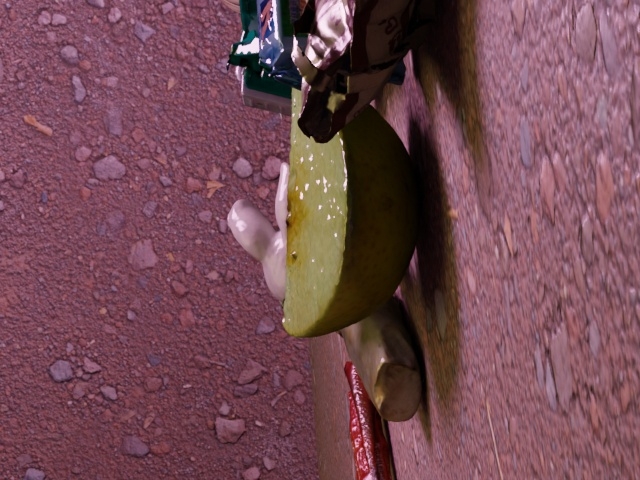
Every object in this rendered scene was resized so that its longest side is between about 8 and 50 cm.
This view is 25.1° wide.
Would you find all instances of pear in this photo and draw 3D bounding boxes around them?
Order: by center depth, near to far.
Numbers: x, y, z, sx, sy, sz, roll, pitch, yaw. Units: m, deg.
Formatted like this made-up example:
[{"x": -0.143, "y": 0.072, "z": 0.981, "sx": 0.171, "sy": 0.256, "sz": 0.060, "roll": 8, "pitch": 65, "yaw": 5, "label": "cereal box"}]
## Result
[{"x": 0.043, "y": -0.036, "z": 1.500, "sx": 0.239, "sy": 0.139, "sz": 0.288, "roll": -171, "pitch": 83, "yaw": -83, "label": "pear"}]

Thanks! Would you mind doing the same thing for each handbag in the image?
[{"x": 0.041, "y": -0.221, "z": 1.297, "sx": 0.235, "sy": 0.127, "sz": 0.213, "roll": -58, "pitch": -16, "yaw": -61, "label": "handbag"}]

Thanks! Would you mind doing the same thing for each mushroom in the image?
[{"x": 0.070, "y": 0.121, "z": 1.767, "sx": 0.312, "sy": 0.081, "sz": 0.100, "roll": -118, "pitch": 19, "yaw": -69, "label": "mushroom"}]

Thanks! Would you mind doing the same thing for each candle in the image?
[{"x": 0.073, "y": 0.298, "z": 2.062, "sx": 0.302, "sy": 0.059, "sz": 0.084, "roll": -100, "pitch": -3, "yaw": -45, "label": "candle"}]

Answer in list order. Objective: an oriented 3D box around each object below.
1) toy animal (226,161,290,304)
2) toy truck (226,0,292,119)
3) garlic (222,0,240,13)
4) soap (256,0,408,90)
[{"x": -0.002, "y": -0.006, "z": 1.707, "sx": 0.193, "sy": 0.127, "sz": 0.178, "roll": -21, "pitch": -94, "yaw": -52, "label": "toy animal"}, {"x": -0.033, "y": -0.254, "z": 1.736, "sx": 0.363, "sy": 0.176, "sz": 0.178, "roll": 93, "pitch": -168, "yaw": -84, "label": "toy truck"}, {"x": -0.105, "y": -0.532, "z": 2.413, "sx": 0.322, "sy": 0.241, "sz": 0.322, "roll": 165, "pitch": 90, "yaw": -86, "label": "garlic"}, {"x": 0.009, "y": -0.293, "z": 1.485, "sx": 0.077, "sy": 0.156, "sz": 0.293, "roll": 155, "pitch": 112, "yaw": -67, "label": "soap"}]
